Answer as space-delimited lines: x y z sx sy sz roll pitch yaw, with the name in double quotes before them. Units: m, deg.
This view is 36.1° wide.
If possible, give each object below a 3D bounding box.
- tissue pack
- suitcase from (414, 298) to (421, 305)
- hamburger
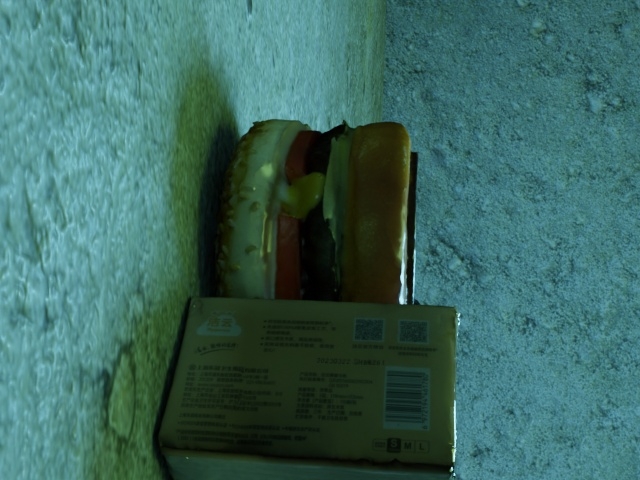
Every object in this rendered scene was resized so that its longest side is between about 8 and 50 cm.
"tissue pack" -0.001 0.207 1.101 0.238 0.305 0.238 2 90 -84
"suitcase" 0.086 0.250 1.874 0.339 0.194 0.351 -157 -99 -76
"hamburger" 0.000 0.000 1.277 0.330 0.250 0.330 3 90 -86
